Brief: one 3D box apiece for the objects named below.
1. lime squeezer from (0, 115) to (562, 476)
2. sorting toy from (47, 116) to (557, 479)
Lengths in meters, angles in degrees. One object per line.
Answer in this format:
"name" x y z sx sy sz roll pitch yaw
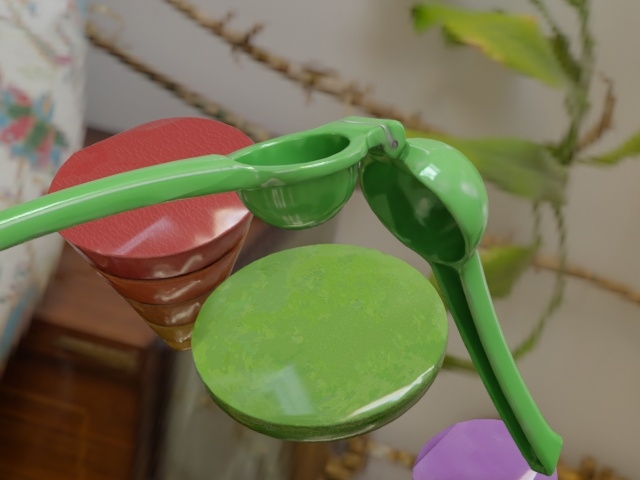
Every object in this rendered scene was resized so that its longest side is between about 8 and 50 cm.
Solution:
"lime squeezer" 0.000 0.000 0.698 0.310 0.059 0.110 23 100 -40
"sorting toy" -0.010 0.074 0.944 0.127 0.365 0.126 -29 137 -24
